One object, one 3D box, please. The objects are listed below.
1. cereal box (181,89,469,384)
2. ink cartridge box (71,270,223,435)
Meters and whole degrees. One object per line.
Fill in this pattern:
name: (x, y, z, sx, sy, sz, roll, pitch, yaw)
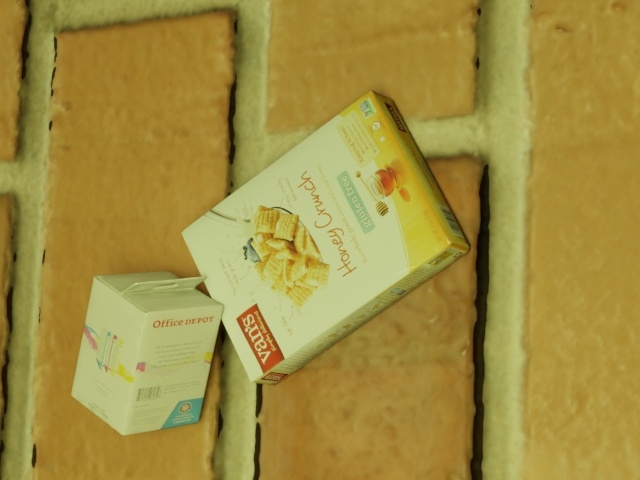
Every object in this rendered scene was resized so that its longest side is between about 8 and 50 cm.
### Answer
cereal box: (0.000, 0.000, 1.548, 0.240, 0.047, 0.173, -36, 65, 21)
ink cartridge box: (-0.161, 0.095, 1.576, 0.090, 0.092, 0.143, 29, 113, 42)
